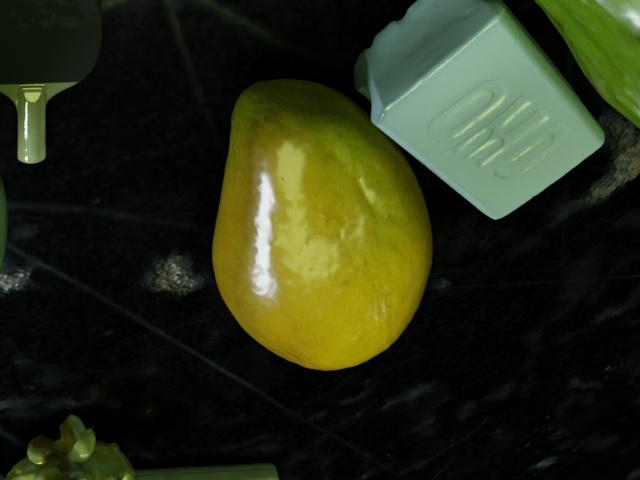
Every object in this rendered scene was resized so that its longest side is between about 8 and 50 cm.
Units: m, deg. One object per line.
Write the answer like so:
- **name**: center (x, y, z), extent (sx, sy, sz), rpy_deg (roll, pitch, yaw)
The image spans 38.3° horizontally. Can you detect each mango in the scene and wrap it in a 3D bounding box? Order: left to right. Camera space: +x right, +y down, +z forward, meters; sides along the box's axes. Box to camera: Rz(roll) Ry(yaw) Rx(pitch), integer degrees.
- **mango**: center (0.000, 0.000, 0.732), extent (0.177, 0.119, 0.316), rpy_deg (-16, 135, -3)

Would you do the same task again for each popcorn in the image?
- **popcorn**: center (-0.246, 0.252, 0.913), extent (0.141, 0.162, 0.135), rpy_deg (-13, -175, 24)

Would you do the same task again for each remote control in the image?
- **remote control**: center (-0.163, 0.298, 1.075), extent (0.234, 0.038, 0.098), rpy_deg (7, 134, -33)

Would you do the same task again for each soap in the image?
- **soap**: center (0.123, -0.103, 0.701), extent (0.119, 0.066, 0.198), rpy_deg (-39, 141, 18)

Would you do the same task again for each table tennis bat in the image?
- **table tennis bat**: center (-0.181, -0.109, 0.575), extent (0.087, 0.013, 0.156), rpy_deg (-6, 140, -23)

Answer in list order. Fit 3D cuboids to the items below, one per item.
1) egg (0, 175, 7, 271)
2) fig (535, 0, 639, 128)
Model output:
- **egg**: center (-0.304, 0.017, 0.506), extent (0.283, 0.203, 0.203), rpy_deg (-26, 144, 11)
- **fig**: center (0.246, -0.145, 0.572), extent (0.314, 0.233, 0.233), rpy_deg (-8, 143, -38)
